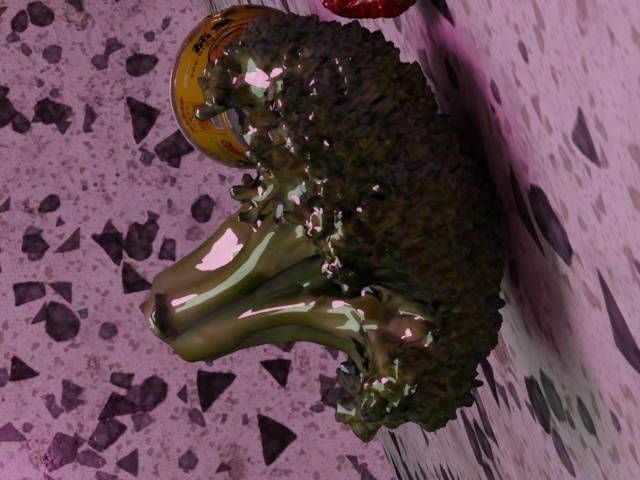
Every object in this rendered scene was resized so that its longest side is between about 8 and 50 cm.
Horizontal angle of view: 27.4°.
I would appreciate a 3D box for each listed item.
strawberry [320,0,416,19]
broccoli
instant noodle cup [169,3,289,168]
[{"bbox_3d":[0.033,-0.181,0.886,0.083,0.073,0.073,46,158,53],"label":"strawberry"},{"bbox_3d":[0.019,-0.003,0.921,0.260,0.235,0.288,-44,52,47],"label":"broccoli"},{"bbox_3d":[-0.054,-0.156,1.371,0.182,0.182,0.144,70,166,-16],"label":"instant noodle cup"}]
